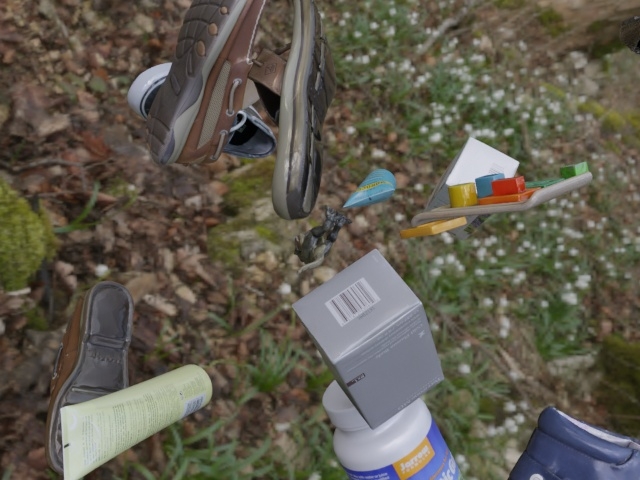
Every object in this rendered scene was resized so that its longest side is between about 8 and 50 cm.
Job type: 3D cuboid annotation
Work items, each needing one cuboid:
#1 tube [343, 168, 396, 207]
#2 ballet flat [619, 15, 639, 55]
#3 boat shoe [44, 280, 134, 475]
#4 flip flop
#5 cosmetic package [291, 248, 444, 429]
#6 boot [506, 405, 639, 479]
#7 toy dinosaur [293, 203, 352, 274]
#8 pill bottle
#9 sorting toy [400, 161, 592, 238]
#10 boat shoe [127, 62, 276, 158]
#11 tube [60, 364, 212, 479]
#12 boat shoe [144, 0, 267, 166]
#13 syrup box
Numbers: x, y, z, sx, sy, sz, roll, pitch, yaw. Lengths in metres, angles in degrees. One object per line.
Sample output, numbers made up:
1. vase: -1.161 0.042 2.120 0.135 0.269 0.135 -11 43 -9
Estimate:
1. tube: 0.087 -0.078 1.356 0.052 0.080 0.207 65 12 -5
2. ballet flat: 0.528 -0.329 1.313 0.250 0.084 0.058 -157 -112 -84
3. boat shoe: -0.361 0.219 1.329 0.111 0.104 0.307 27 56 -28
4. flip flop: -0.035 -0.144 0.850 0.112 0.080 0.277 64 28 -59
5. cosmetic package: 0.066 0.129 1.054 0.127 0.107 0.238 -35 144 -5
6. boot: 0.190 0.166 0.459 0.086 0.190 0.069 -66 166 3
7. toy dinosaur: 0.000 0.000 1.487 0.064 0.268 0.118 35 93 -5
8. pill bottle: 0.112 0.320 1.263 0.152 0.152 0.272 -47 117 -43
9. sorting toy: 0.242 -0.066 1.158 0.348 0.196 0.047 -19 96 -48
10. boat shoe: -0.179 -0.192 1.384 0.113 0.105 0.306 -50 152 9
11. tube: -0.227 0.210 1.044 0.070 0.062 0.240 53 28 10
12. boat shoe: -0.137 -0.237 1.183 0.117 0.324 0.123 10 40 -32
13. syrup box: 0.250 -0.082 1.464 0.093 0.096 0.237 -61 176 -12
